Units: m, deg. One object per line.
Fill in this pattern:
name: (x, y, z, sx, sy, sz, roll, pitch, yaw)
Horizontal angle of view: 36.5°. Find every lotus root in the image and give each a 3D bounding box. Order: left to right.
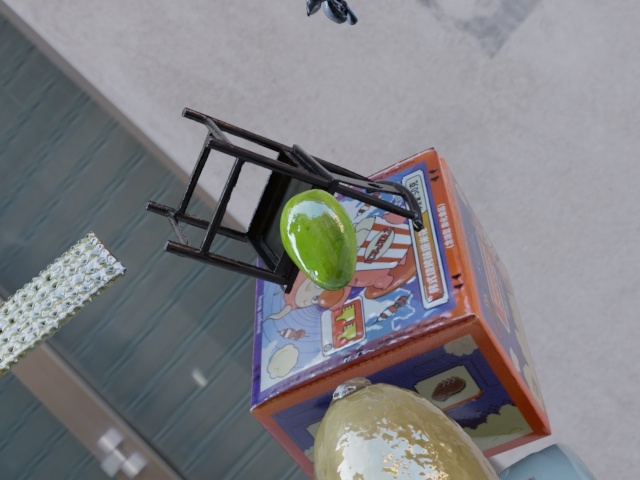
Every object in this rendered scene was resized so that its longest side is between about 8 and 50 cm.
lotus root: (0.076, 0.220, 0.692, 0.146, 0.303, 0.131, 6, -43, -29)

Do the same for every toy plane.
toy plane: (-0.023, -0.341, 1.223, 0.078, 0.169, 0.246, -45, -6, 15)

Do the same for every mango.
mango: (0.000, 0.000, 0.913, 0.056, 0.108, 0.073, 6, -43, -44)

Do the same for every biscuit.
biscuit: (-0.386, 0.089, 1.369, 0.231, 0.139, 0.016, -41, -48, -10)

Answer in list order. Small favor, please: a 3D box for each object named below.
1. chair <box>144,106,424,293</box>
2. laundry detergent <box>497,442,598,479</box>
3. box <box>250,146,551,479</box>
chair: (-0.039, -0.034, 1.065, 0.141, 0.260, 0.154, -66, 25, 13)
laundry detergent: (0.154, 0.396, 1.091, 0.397, 0.125, 0.264, -33, 16, 3)
box: (0.094, 0.119, 1.328, 0.318, 0.257, 0.349, -25, 34, 18)
